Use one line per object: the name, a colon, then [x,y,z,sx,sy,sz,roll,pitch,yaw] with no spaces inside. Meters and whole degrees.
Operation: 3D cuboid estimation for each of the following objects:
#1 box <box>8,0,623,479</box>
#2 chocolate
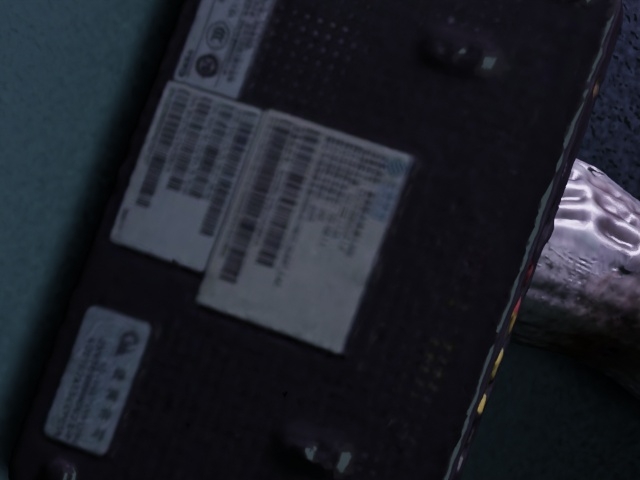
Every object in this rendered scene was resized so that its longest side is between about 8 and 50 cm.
box: [0.000,0.000,0.941,0.211,0.058,0.350,18,85,14]
chocolate: [0.168,0.031,1.014,0.248,0.110,0.110,23,86,-11]
